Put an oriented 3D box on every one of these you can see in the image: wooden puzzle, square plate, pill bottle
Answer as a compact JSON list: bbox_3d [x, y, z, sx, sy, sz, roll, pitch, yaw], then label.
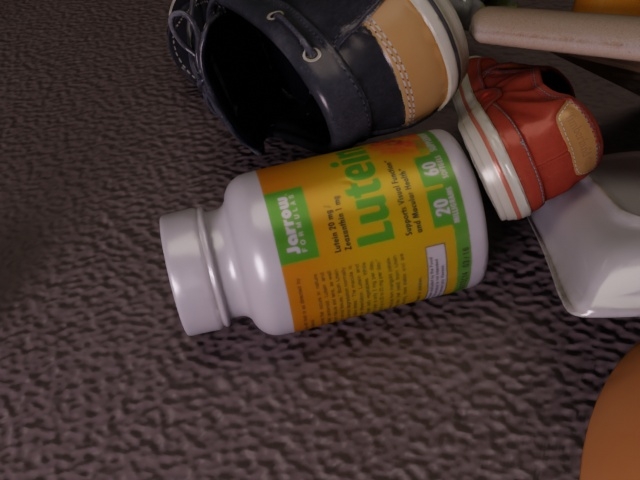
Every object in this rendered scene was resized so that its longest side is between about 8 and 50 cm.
[{"bbox_3d":[0.352,-0.156,0.669,0.348,0.080,0.322,5,13,-37],"label":"wooden puzzle"},{"bbox_3d":[0.336,-0.028,0.595,0.347,0.049,0.344,-3,15,9],"label":"square plate"},{"bbox_3d":[0.000,0.000,0.662,0.245,0.136,0.136,-14,39,-6],"label":"pill bottle"}]

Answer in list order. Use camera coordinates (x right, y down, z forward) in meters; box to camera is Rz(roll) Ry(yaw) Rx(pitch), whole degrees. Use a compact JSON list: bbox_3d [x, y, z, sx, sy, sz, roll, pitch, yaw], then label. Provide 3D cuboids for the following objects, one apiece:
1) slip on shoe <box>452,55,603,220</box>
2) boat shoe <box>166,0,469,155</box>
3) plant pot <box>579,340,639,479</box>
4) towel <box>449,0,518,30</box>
[{"bbox_3d":[0.180,-0.110,0.729,0.101,0.123,0.331,-24,15,14],"label":"slip on shoe"},{"bbox_3d":[-0.063,-0.190,0.832,0.156,0.187,0.500,-38,32,-17],"label":"boat shoe"},{"bbox_3d":[0.257,0.122,0.345,0.291,0.291,0.203,-32,3,-27],"label":"plant pot"},{"bbox_3d":[-0.001,-0.342,0.945,0.374,0.090,0.320,15,12,-33],"label":"towel"}]
